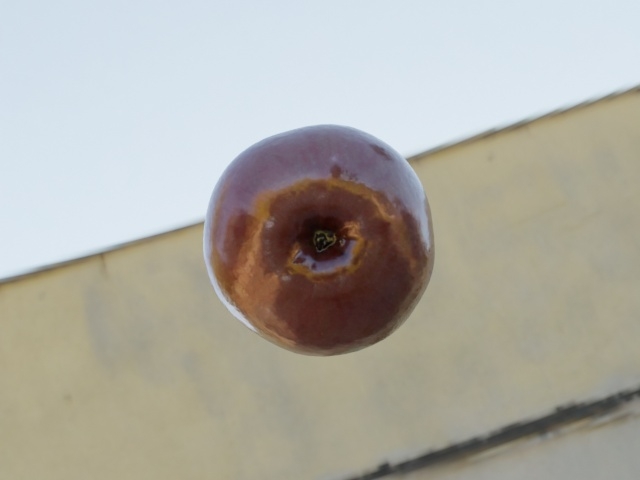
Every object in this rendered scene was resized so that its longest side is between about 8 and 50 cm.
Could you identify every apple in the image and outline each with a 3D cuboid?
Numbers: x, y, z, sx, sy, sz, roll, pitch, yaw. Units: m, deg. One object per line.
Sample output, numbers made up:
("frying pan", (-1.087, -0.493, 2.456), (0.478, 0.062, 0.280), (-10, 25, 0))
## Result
("apple", (0.000, 0.000, 0.913), (0.153, 0.153, 0.120), (-14, 2, -8))
